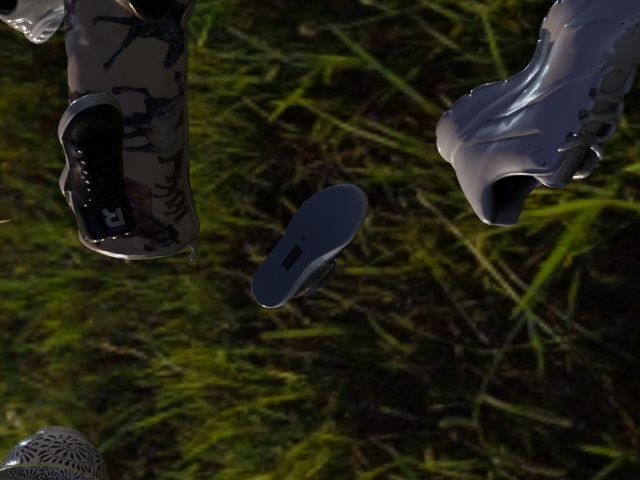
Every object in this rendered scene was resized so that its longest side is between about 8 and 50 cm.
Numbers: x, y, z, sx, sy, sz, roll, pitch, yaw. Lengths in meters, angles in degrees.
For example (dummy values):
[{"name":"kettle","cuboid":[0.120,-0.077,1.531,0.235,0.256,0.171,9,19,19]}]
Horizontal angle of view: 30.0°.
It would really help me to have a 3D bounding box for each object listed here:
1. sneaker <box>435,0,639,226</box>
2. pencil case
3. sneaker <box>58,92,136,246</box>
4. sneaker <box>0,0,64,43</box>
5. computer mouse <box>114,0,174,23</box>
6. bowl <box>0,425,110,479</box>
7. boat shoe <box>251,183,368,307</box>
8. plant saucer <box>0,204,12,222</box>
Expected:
[{"name":"sneaker","cuboid":[0.228,-0.123,1.071,0.297,0.111,0.129,-48,46,41]},{"name":"pencil case","cuboid":[-0.245,-0.177,1.608,0.160,0.184,0.410,-43,-46,-70]},{"name":"sneaker","cuboid":[-0.250,-0.070,1.395,0.121,0.079,0.217,62,157,20]},{"name":"sneaker","cuboid":[-0.434,-0.426,1.937,0.271,0.108,0.100,-39,43,34]},{"name":"computer mouse","cuboid":[-0.231,-0.380,1.330,0.060,0.262,0.184,3,59,31]},{"name":"bowl","cuboid":[-0.367,0.310,1.667,0.170,0.170,0.080,-47,31,50]},{"name":"boat shoe","cuboid":[0.000,0.000,1.323,0.183,0.083,0.065,-46,74,29]},{"name":"plant saucer","cuboid":[-0.669,-0.029,1.727,0.333,0.333,0.081,-17,-86,-79]}]
